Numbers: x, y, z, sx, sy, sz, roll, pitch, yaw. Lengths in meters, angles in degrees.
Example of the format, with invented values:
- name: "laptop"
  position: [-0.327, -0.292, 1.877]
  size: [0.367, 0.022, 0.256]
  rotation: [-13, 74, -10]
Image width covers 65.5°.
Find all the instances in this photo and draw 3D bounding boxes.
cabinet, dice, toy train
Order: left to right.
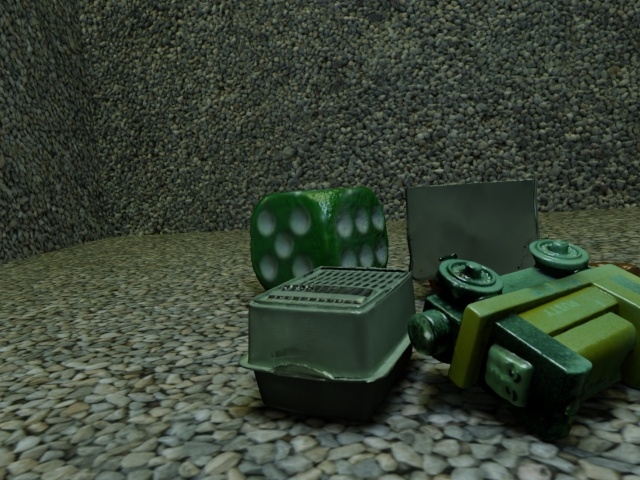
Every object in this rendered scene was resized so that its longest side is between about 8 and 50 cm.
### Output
- name: "dice"
  position: [0.000, 0.000, 1.383]
  size: [0.300, 0.286, 0.297]
  rotation: [1, 7, 40]
- name: "cabinet"
  position: [0.396, -0.033, 1.257]
  size: [0.290, 0.227, 0.318]
  rotation: [-2, 5, 24]
- name: "toy train"
  position: [0.326, 0.119, 0.712]
  size: [0.398, 0.160, 0.253]
  rotation: [-10, 31, -30]

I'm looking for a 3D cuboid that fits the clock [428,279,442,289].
- name: "clock"
  position: [0.390, 0.095, 1.324]
  size: [0.206, 0.051, 0.205]
  rotation: [-3, 8, 0]

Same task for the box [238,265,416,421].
- name: "box"
  position: [0.030, 0.142, 0.767]
  size: [0.221, 0.165, 0.291]
  rotation: [-1, 9, 26]

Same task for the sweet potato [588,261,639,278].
- name: "sweet potato"
  position: [0.563, 0.096, 1.092]
  size: [0.097, 0.097, 0.252]
  rotation: [-12, 2, -44]
